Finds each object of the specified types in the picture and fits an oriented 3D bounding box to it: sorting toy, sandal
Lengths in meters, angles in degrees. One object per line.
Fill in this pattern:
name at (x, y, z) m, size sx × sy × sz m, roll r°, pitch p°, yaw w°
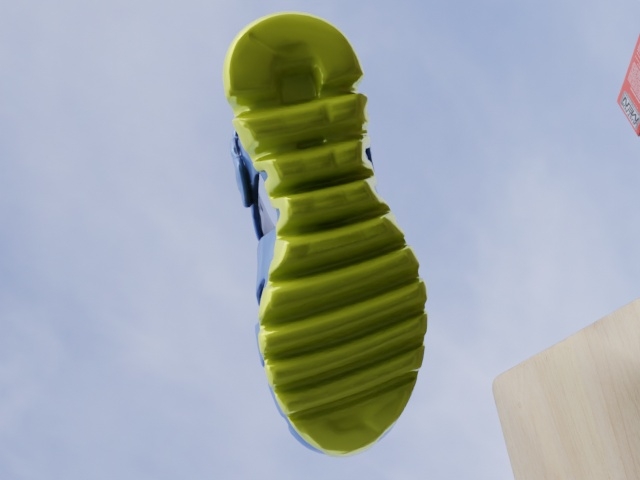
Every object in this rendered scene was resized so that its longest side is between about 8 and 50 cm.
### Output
sorting toy at (0.284, 0.176, 1.392) m, size 0.089 × 0.255 × 0.257 m, roll 25°, pitch -137°, yaw -44°
sandal at (0.000, 0.000, 1.301) m, size 0.126 × 0.138 × 0.317 m, roll -5°, pitch -99°, yaw -8°

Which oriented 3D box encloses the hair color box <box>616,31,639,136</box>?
hair color box at (0.272, -0.144, 1.310) m, size 0.072 × 0.043 × 0.141 m, roll -11°, pitch -38°, yaw -17°
